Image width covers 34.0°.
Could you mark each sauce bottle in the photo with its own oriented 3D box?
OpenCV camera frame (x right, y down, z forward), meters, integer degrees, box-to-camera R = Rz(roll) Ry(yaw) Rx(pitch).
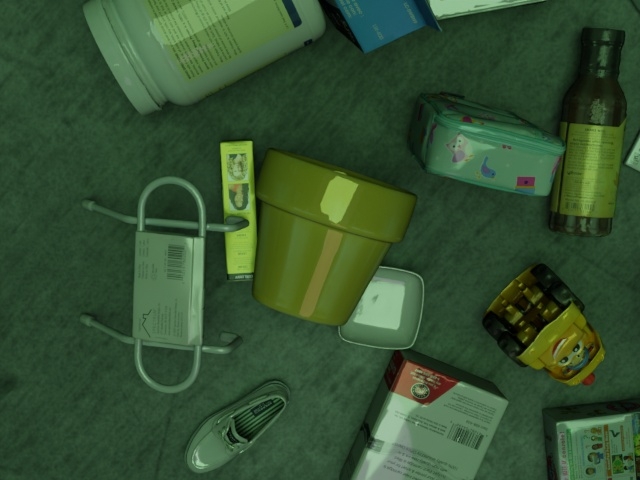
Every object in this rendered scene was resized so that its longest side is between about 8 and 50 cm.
[{"bbox_3d":[0.454,-0.180,1.747,0.111,0.111,0.345,5,99,-3],"label":"sauce bottle"}]

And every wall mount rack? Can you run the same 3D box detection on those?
[{"bbox_3d":[-0.274,0.060,1.705,0.304,0.130,0.350,6,100,12],"label":"wall mount rack"}]

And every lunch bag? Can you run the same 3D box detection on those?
[{"bbox_3d":[0.262,-0.156,1.664,0.224,0.279,0.108,11,106,-6],"label":"lunch bag"}]

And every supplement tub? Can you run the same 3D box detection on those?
[{"bbox_3d":[-0.180,-0.356,1.637,0.324,0.235,0.235,-27,98,2],"label":"supplement tub"}]

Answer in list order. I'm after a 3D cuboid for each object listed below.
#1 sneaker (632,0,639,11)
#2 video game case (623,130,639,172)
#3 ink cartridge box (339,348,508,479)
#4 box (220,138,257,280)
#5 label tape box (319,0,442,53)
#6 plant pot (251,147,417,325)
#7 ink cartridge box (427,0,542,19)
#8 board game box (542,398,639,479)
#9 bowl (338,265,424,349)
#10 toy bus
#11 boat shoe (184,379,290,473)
[{"bbox_3d":[0.605,-0.399,1.745,0.258,0.094,0.091,47,65,-4],"label":"sneaker"},{"bbox_3d":[0.623,-0.162,1.803,0.157,0.019,0.143,26,96,-5],"label":"video game case"},{"bbox_3d":[0.173,0.349,1.809,0.197,0.114,0.273,23,96,-6],"label":"ink cartridge box"},{"bbox_3d":[-0.136,-0.052,1.757,0.058,0.087,0.232,-4,97,-4],"label":"box"},{"bbox_3d":[0.039,-0.415,1.560,0.106,0.334,0.241,-31,114,2],"label":"label tape box"},{"bbox_3d":[0.000,0.000,1.682,0.254,0.254,0.239,18,95,-5],"label":"plant pot"},{"bbox_3d":[0.248,-0.521,1.683,0.223,0.129,0.308,-10,98,-1],"label":"ink cartridge box"},{"bbox_3d":[0.557,0.395,1.841,0.303,0.097,0.224,-6,97,-3],"label":"board game box"},{"bbox_3d":[0.104,0.111,1.804,0.142,0.053,0.142,8,98,-2],"label":"bowl"},{"bbox_3d":[0.398,0.169,1.747,0.149,0.220,0.211,-45,103,7],"label":"toy bus"},{"bbox_3d":[-0.149,0.325,1.813,0.226,0.076,0.083,-44,97,4],"label":"boat shoe"}]
